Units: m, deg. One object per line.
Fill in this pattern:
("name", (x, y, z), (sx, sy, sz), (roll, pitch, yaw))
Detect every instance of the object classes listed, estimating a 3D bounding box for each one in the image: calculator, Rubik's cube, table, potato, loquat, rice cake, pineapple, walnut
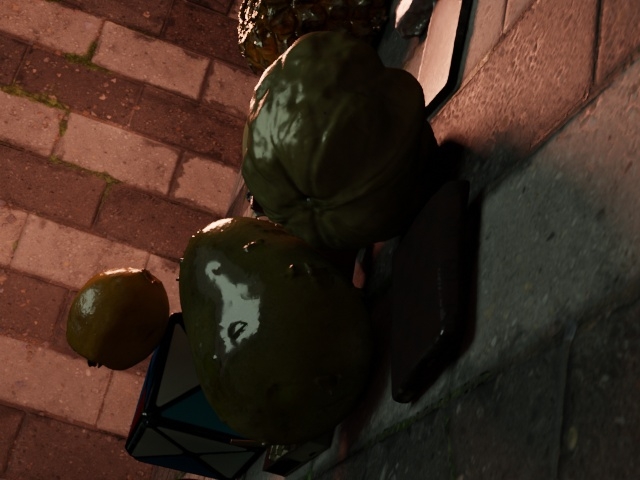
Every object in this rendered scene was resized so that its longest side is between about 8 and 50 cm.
("calculator", (0.192, -0.312, 1.529), (0.161, 0.021, 0.262), (135, 151, -65))
("Rubik's cube", (-0.235, 0.322, 1.979), (0.246, 0.250, 0.248), (125, 158, -56))
("table", (-0.062, 0.283, 1.551), (0.240, 0.111, 0.122), (128, 157, -59))
("potato", (-0.072, 0.104, 1.384), (0.270, 0.219, 0.359), (-45, 54, 24))
("loquat", (-0.394, 0.152, 1.896), (0.234, 0.187, 0.176), (-57, 23, 19))
("rice cake", (0.211, -0.480, 1.624), (0.365, 0.056, 0.073), (121, 162, -48))
("pineapple", (-0.018, -0.496, 2.170), (0.352, 0.300, 0.352), (-161, 90, -73))
("walnut", (0.027, -0.133, 1.356), (0.253, 0.282, 0.277), (-51, 20, 46))

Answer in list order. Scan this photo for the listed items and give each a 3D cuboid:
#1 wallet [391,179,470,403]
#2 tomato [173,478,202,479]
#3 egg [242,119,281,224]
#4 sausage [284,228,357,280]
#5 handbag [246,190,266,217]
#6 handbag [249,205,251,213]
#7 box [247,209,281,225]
("wallet", (0.128, 0.062, 1.159), (0.182, 0.049, 0.229), (122, 161, -49))
("tomato", (-0.251, 0.535, 1.797), (0.208, 0.208, 0.184), (-62, 33, 39))
("egg", (-0.054, -0.175, 1.989), (0.218, 0.218, 0.295), (157, 123, -75))
("sausage", (-0.002, -0.001, 1.557), (0.116, 0.134, 0.354), (12, 94, 60))
("handbag", (-0.027, -0.075, 1.707), (0.074, 0.216, 0.203), (-63, 12, 18))
("handbag", (-0.105, -0.074, 2.338), (0.270, 0.117, 0.182), (126, 146, -56))
("box", (-0.098, 0.045, 2.024), (0.333, 0.145, 0.173), (-96, 28, -63))
